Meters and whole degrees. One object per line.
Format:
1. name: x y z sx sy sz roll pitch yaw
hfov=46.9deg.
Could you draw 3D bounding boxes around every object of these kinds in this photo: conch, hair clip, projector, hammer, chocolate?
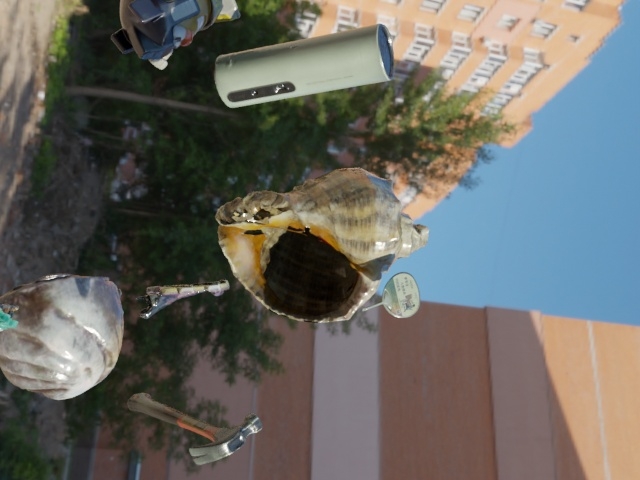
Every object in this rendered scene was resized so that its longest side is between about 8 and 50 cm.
1. conch: 0.006 -0.004 1.061 0.159 0.292 0.209 -53 149 -72
2. hair clip: -0.472 0.104 1.076 0.173 0.049 0.049 105 -11 -73
3. hair clip: -0.267 0.103 1.450 0.146 0.187 0.056 -12 -87 66
4. projector: -0.032 -0.331 1.410 0.108 0.338 0.108 -6 90 -70
5. hammer: -0.229 0.299 1.228 0.288 0.111 0.033 6 -60 45
6. chocolate: -0.547 0.225 1.550 0.303 0.304 0.212 121 -46 -56

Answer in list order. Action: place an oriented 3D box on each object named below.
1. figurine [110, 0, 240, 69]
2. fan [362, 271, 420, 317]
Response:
1. figurine: -0.260 -0.437 1.371 0.308 0.143 0.308 -46 160 -22
2. fan: 0.100 0.081 0.967 0.080 0.060 0.003 -46 -163 -8
